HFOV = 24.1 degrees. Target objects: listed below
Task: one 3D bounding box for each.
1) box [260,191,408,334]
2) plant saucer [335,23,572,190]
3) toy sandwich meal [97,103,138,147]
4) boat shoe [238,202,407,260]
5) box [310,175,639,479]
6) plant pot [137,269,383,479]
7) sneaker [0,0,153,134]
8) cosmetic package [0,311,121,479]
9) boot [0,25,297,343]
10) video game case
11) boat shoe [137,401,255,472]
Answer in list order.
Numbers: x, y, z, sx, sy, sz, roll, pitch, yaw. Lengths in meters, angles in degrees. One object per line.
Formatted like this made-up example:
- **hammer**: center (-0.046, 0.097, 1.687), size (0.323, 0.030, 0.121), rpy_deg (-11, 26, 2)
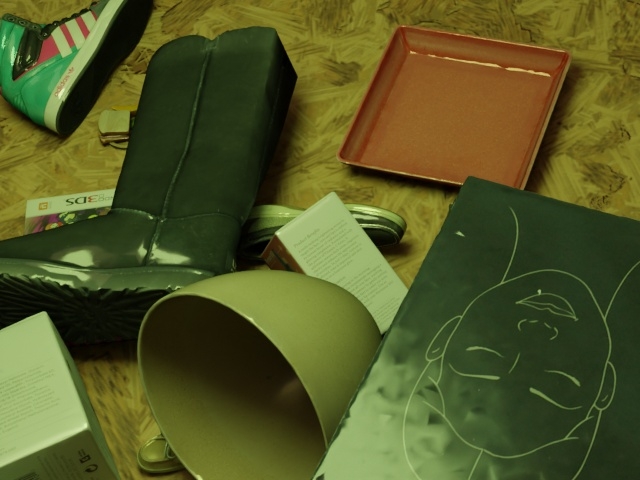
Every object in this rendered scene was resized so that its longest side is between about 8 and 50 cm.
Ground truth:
- **box**: center (0.020, 0.047, 1.797), size (0.091, 0.130, 0.170), rpy_deg (-36, 85, -15)
- **plant saucer**: center (0.184, -0.169, 2.022), size (0.258, 0.048, 0.259), rpy_deg (12, 57, 19)
- **toy sandwich meal**: center (-0.274, -0.165, 2.121), size (0.085, 0.029, 0.086), rpy_deg (-6, 52, 7)
- **boat shoe**: center (-0.001, -0.001, 1.916), size (0.223, 0.080, 0.073), rpy_deg (2, 59, 19)
- **box**: center (0.282, 0.247, 1.528), size (0.479, 0.297, 0.472), rpy_deg (17, 57, 22)
- **plant pot**: center (-0.037, 0.145, 1.665), size (0.284, 0.284, 0.191), rpy_deg (31, 44, 29)
- **sneaker**: center (-0.378, -0.299, 2.192), size (0.178, 0.124, 0.295), rpy_deg (22, 61, 14)
- **cosmetic package**: center (-0.346, 0.216, 1.768), size (0.151, 0.151, 0.184), rpy_deg (-23, 54, -7)
- **boot**: center (-0.244, -0.088, 1.928), size (0.367, 0.146, 0.445), rpy_deg (4, 55, 10)
- **video game case**: center (-0.289, 0.032, 1.966), size (0.210, 0.042, 0.232), rpy_deg (-7, 52, 6)
- **boat shoe**: center (-0.147, 0.231, 1.783), size (0.153, 0.048, 0.056), rpy_deg (-16, 52, -1)
